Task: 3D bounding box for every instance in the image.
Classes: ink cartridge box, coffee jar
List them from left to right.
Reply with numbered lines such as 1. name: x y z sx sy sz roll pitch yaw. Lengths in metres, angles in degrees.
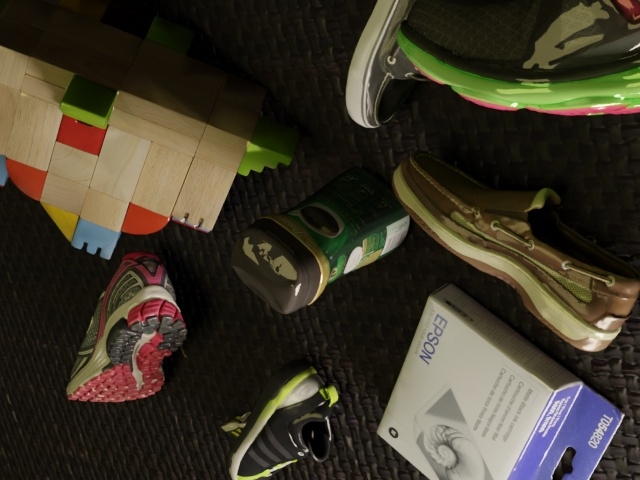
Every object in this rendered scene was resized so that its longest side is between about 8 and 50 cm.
1. coffee jar: 0.000 0.000 1.293 0.096 0.184 0.079 40 135 21
2. ink cartridge box: 0.176 0.190 1.335 0.224 0.045 0.223 37 133 24

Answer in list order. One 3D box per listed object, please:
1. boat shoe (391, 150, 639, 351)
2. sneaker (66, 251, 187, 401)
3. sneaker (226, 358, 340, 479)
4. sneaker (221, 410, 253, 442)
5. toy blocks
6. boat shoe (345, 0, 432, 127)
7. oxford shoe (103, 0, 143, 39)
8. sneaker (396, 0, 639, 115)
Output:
1. boat shoe: 0.186 -0.014 1.189 0.257 0.095 0.095 38 121 14
2. sneaker: -0.252 0.127 1.682 0.299 0.121 0.112 -50 47 48
3. sneaker: -0.041 0.245 1.549 0.097 0.084 0.234 40 135 19
4. sneaker: -0.093 0.239 1.641 0.035 0.031 0.083 58 147 -8
5. toy blocks: -0.240 -0.100 1.431 0.382 0.190 0.261 20 133 -7
6. boat shoe: 0.092 -0.188 1.186 0.076 0.080 0.228 39 127 24
7. oxford shoe: -0.245 -0.151 1.518 0.098 0.097 0.271 16 123 31
8. sneaker: 0.267 -0.202 0.961 0.483 0.185 0.202 -4 92 42
